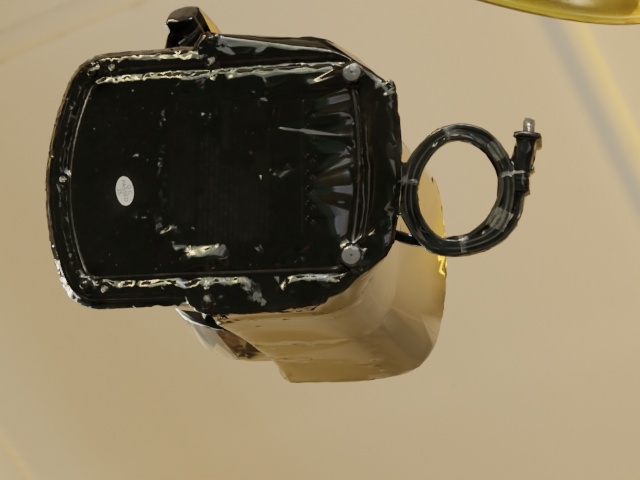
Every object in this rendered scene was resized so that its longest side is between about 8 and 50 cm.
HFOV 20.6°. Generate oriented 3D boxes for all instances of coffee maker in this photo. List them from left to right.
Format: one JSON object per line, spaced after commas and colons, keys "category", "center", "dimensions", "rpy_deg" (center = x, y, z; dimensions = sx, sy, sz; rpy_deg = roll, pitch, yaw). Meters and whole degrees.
{"category": "coffee maker", "center": [0.000, 0.000, 0.688], "dimensions": [0.171, 0.178, 0.120], "rpy_deg": [21, -96, 17]}

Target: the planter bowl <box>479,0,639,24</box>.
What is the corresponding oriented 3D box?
{"category": "planter bowl", "center": [0.062, -0.176, 0.745], "dimensions": [0.217, 0.217, 0.090], "rpy_deg": [20, -66, 4]}
